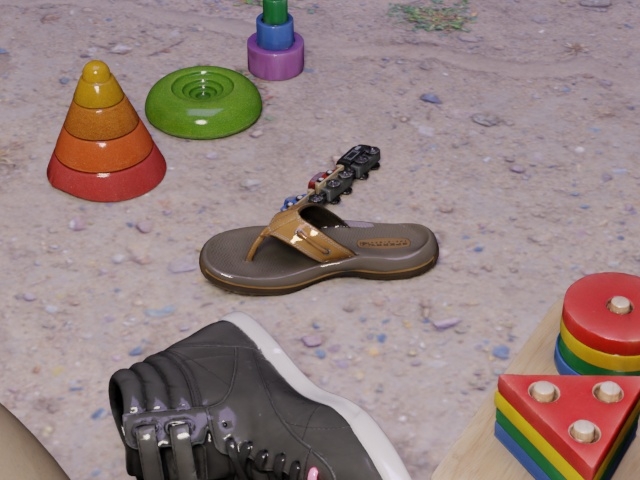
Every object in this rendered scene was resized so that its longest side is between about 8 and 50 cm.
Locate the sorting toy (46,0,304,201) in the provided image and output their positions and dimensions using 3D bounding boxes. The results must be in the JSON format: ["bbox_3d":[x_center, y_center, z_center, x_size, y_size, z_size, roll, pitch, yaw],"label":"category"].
[{"bbox_3d":[-0.141,-0.178,1.372,0.127,0.126,0.365,24,43,29],"label":"sorting toy"}]

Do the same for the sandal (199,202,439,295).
[{"bbox_3d":[0.000,0.000,1.182,0.219,0.060,0.090,-2,36,-4],"label":"sandal"}]

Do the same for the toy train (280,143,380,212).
[{"bbox_3d":[0.007,-0.054,1.285,0.036,0.027,0.158,18,39,28],"label":"toy train"}]

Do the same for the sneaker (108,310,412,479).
[{"bbox_3d":[-0.050,0.161,0.931,0.146,0.105,0.295,-22,36,-26],"label":"sneaker"}]

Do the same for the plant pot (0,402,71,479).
[{"bbox_3d":[-0.210,0.231,0.721,0.191,0.284,0.284,35,27,-24],"label":"plant pot"}]

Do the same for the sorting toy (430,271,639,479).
[{"bbox_3d":[0.250,0.133,0.978,0.255,0.089,0.257,19,40,24],"label":"sorting toy"}]
